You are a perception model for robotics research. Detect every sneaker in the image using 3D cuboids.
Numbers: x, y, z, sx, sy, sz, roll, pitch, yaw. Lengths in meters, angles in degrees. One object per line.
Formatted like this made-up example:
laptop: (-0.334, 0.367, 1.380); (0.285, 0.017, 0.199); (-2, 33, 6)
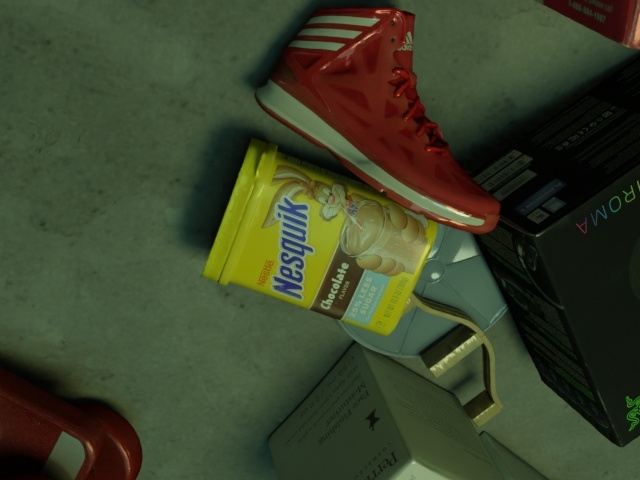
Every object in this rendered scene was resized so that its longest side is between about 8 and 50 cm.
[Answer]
sneaker: (0.066, -0.106, 0.723); (0.221, 0.087, 0.128); (32, 103, 5)

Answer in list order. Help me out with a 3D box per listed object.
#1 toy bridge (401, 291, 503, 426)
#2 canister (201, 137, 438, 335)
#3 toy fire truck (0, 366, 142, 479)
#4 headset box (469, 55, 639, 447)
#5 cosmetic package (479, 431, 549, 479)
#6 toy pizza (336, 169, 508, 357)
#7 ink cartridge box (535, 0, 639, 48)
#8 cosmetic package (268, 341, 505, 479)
toy bridge: (0.127, 0.103, 0.885); (0.063, 0.026, 0.188); (-37, 120, 4)
canister: (0.000, 0.000, 0.784); (0.170, 0.073, 0.126); (20, 110, -6)
toy fire truck: (-0.325, 0.236, 0.822); (0.254, 0.169, 0.302); (30, 108, -1)
headset box: (0.294, 0.011, 0.836); (0.246, 0.131, 0.283); (-34, 122, -7)
cosmetic package: (0.220, 0.427, 1.085); (0.377, 0.097, 0.284); (38, 100, -28)
toy pizza: (0.101, 0.022, 0.871); (0.201, 0.032, 0.201); (-6, 118, -11)
ink cartridge box: (0.230, -0.305, 0.616); (0.131, 0.226, 0.306); (-2, 119, -14)
cosmetic package: (0.066, 0.228, 0.885); (0.151, 0.183, 0.151); (33, 105, -27)
